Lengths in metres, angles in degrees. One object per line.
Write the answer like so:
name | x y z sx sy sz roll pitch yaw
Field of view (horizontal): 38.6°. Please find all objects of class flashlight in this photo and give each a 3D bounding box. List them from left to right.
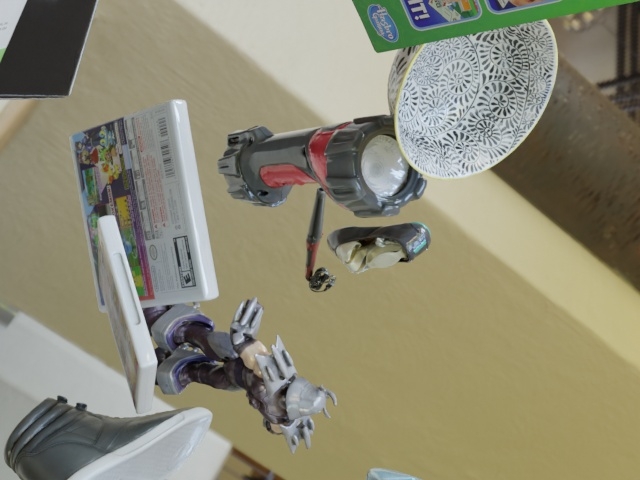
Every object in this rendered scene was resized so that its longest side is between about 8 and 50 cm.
flashlight | -0.010 -0.075 1.005 0.304 0.103 0.103 -1 -115 59

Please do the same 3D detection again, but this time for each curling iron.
curling iron | 0.000 0.000 1.845 0.035 0.068 0.274 -67 163 -48

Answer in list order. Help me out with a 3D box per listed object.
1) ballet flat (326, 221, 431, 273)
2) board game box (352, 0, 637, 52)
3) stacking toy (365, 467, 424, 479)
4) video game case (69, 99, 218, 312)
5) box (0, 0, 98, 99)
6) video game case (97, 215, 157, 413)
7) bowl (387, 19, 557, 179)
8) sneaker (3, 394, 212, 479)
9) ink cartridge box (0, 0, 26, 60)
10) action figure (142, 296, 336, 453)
ballet flat | 0.074 0.014 1.377 0.203 0.074 0.074 -7 -133 44
board game box | 0.063 -0.249 0.435 0.213 0.317 0.046 -4 -138 35
stacking toy | 0.183 0.346 1.041 0.309 0.279 0.130 -177 -73 -81
video game case | -0.189 -0.030 0.960 0.183 0.201 0.023 -9 -179 41
box | -0.576 -0.530 1.396 0.297 0.471 0.480 -12 130 -57
video game case | -0.180 0.073 0.846 0.157 0.019 0.143 116 -43 -62
bowl | 0.120 -0.146 0.817 0.170 0.170 0.080 -50 -137 10
sneaker | -0.262 0.239 1.143 0.295 0.147 0.105 -14 131 -60
ink cartridge box | -0.377 -0.267 0.877 0.273 0.114 0.198 -55 173 27
action figure | -0.095 0.141 1.051 0.285 0.185 0.099 15 -145 36
